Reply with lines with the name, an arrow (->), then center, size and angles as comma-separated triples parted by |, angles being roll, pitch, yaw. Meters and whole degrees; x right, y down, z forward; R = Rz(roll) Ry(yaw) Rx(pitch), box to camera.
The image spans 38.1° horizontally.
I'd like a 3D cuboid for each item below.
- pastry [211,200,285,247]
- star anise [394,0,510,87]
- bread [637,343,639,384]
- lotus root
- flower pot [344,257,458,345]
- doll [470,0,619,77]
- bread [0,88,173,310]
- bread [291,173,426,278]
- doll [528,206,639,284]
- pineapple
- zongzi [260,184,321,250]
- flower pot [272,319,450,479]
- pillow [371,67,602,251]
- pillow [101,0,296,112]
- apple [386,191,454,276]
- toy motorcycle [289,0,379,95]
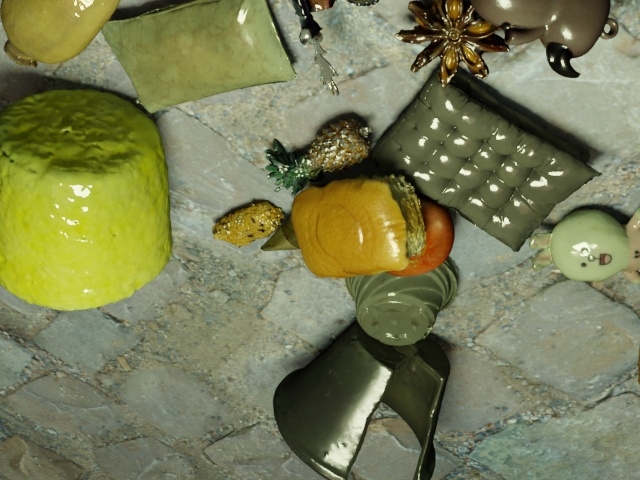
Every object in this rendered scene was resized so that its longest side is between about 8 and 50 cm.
pastry -> -0.142, -0.030, 1.800 | 0.140, 0.056, 0.080 | -30, 133, 33
star anise -> 0.207, -0.345, 1.390 | 0.177, 0.073, 0.234 | 8, 125, 1
bread -> 0.733, 0.151, 1.683 | 0.324, 0.167, 0.277 | -8, 141, 9
lotus root -> -0.411, -0.372, 1.463 | 0.303, 0.131, 0.146 | -32, 93, 35
flower pot -> 0.152, 0.114, 1.813 | 0.235, 0.141, 0.236 | 6, 136, 6
doll -> 0.306, -0.345, 1.311 | 0.257, 0.182, 0.117 | 22, 177, -15
bread -> -0.427, -0.083, 1.634 | 0.348, 0.348, 0.308 | 11, 125, 3
bread -> 0.063, -0.024, 1.590 | 0.245, 0.121, 0.174 | -6, 95, 41
doll -> 0.515, 0.013, 1.649 | 0.274, 0.113, 0.155 | 2, 117, 20
pineapple -> -0.002, -0.154, 1.623 | 0.221, 0.083, 0.103 | -23, 113, 32
zongzi -> 0.000, 0.000, 1.763 | 0.160, 0.078, 0.176 | 34, 117, -17
flower pot -> 0.112, 0.304, 1.918 | 0.379, 0.379, 0.251 | 21, 115, -7
pillow -> 0.272, -0.131, 1.571 | 0.326, 0.101, 0.228 | 27, 132, -15
pillow -> -0.205, -0.312, 1.521 | 0.302, 0.075, 0.185 | -9, 129, 21
apple -> 0.164, -0.013, 1.678 | 0.163, 0.139, 0.164 | 12, 107, 42
toy motorcycle -> -0.006, -0.406, 1.337 | 0.207, 0.134, 0.401 | -4, 131, 18
